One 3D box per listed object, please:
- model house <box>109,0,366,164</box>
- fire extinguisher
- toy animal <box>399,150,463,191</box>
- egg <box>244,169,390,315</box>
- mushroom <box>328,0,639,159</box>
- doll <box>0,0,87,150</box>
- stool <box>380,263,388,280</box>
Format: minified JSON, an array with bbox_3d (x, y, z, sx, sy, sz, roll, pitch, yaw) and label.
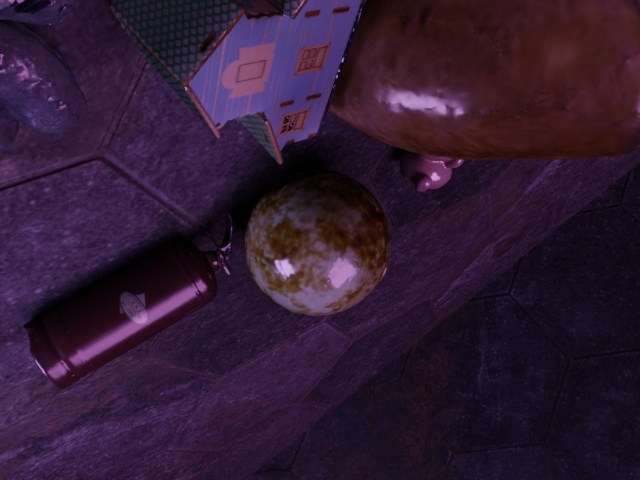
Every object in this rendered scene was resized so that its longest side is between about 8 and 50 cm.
[{"bbox_3d":[-0.089,-0.210,0.589,0.206,0.178,0.271,-26,155,-37],"label":"model house"},{"bbox_3d":[-0.270,0.083,0.911,0.337,0.114,0.135,-31,140,-16],"label":"fire extinguisher"},{"bbox_3d":[0.222,-0.197,1.104,0.124,0.124,0.212,-20,142,-34],"label":"toy animal"},{"bbox_3d":[0.000,0.000,0.993,0.238,0.238,0.289,-47,176,17],"label":"egg"},{"bbox_3d":[0.151,-0.205,0.669,0.313,0.397,0.224,-39,153,8],"label":"mushroom"},{"bbox_3d":[-0.300,-0.143,0.450,0.246,0.158,0.340,-23,155,-5],"label":"doll"},{"bbox_3d":[0.074,0.049,1.306,0.110,0.134,0.135,-4,93,-44],"label":"stool"}]
